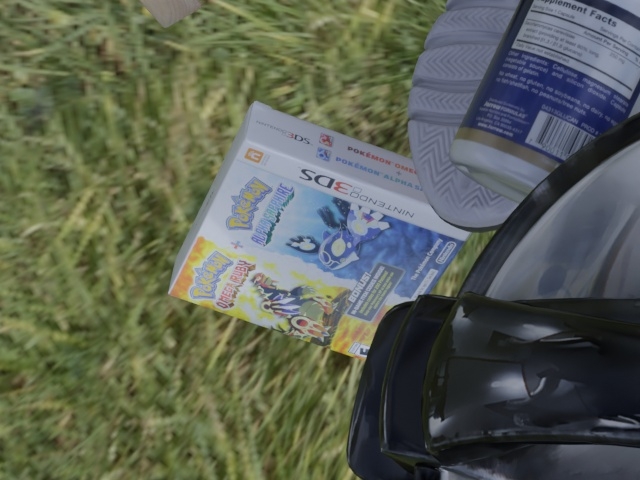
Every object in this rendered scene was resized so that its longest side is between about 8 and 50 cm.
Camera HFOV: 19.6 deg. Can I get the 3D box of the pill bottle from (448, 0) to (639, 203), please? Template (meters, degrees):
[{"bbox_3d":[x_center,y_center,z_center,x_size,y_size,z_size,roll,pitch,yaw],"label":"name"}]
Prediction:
[{"bbox_3d":[0.149,-0.102,1.061,0.094,0.094,0.169,26,86,2],"label":"pill bottle"}]

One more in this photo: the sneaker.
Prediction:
[{"bbox_3d":[0.148,-0.135,1.361,0.125,0.180,0.321,7,70,14],"label":"sneaker"}]

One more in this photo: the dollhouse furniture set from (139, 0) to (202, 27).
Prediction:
[{"bbox_3d":[-0.072,-0.205,0.943,0.123,0.151,0.144,-29,59,8],"label":"dollhouse furniture set"}]

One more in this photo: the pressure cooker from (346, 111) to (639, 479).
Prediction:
[{"bbox_3d":[0.245,0.124,0.852,0.370,0.420,0.375,-33,63,9],"label":"pressure cooker"}]

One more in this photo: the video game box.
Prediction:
[{"bbox_3d":[0.000,0.000,1.425,0.187,0.048,0.205,21,139,-8],"label":"video game box"}]
